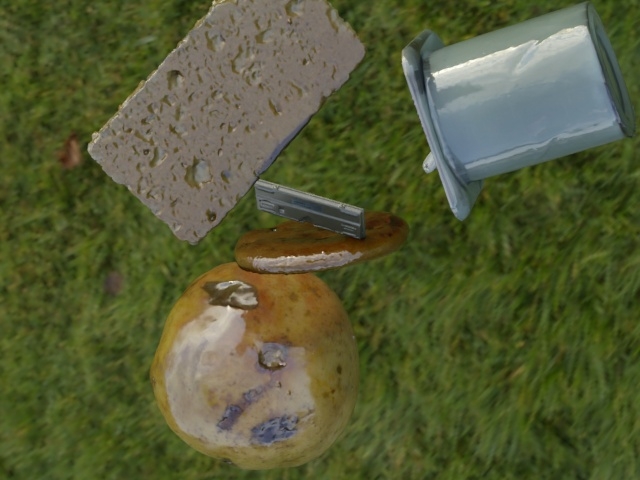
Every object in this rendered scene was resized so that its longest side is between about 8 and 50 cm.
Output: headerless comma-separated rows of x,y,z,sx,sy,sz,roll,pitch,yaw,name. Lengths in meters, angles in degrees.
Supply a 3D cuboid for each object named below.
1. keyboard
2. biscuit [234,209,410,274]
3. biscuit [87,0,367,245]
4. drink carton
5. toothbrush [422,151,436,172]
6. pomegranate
-0.012,-0.036,1.417,0.129,0.015,0.049,16,142,16,keyboard
0.000,0.000,1.496,0.212,0.212,0.036,-2,103,33,biscuit
-0.074,-0.117,1.070,0.131,0.231,0.025,45,173,-21,biscuit
0.205,-0.153,1.330,0.189,0.191,0.185,-20,100,21,drink carton
0.165,-0.145,1.470,0.017,0.022,0.204,60,141,26,toothbrush
-0.077,0.165,1.697,0.281,0.281,0.281,12,115,28,pomegranate
